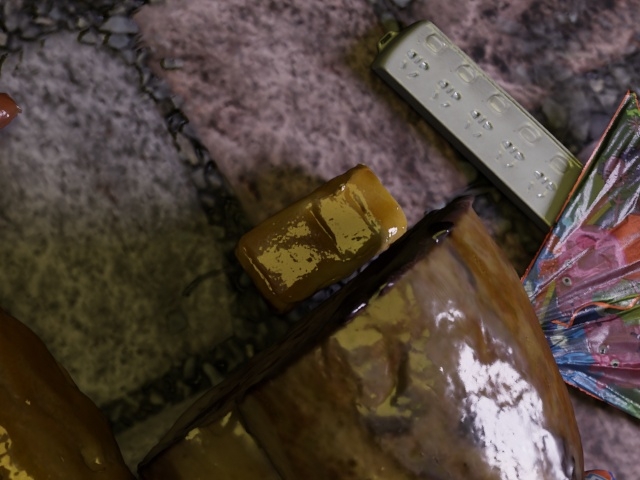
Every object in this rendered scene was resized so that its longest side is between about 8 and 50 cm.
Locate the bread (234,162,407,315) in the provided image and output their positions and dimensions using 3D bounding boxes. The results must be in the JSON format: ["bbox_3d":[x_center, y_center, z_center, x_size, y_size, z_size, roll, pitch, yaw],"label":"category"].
[{"bbox_3d":[0.000,0.000,1.184,0.132,0.053,0.074,-31,83,-14],"label":"bread"}]

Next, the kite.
[{"bbox_3d":[0.237,0.044,1.221,0.234,0.016,0.321,-14,85,-13],"label":"kite"}]

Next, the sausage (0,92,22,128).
[{"bbox_3d":[-0.286,-0.054,1.156,0.036,0.042,0.158,21,67,35],"label":"sausage"}]

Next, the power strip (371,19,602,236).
[{"bbox_3d":[0.144,-0.083,1.244,0.252,0.027,0.060,43,73,2],"label":"power strip"}]

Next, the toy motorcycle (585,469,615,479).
[{"bbox_3d":[0.216,0.242,1.133,0.076,0.114,0.205,-29,83,-16],"label":"toy motorcycle"}]

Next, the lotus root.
[{"bbox_3d":[0.035,0.145,1.024,0.316,0.316,0.250,-31,85,-16],"label":"lotus root"}]

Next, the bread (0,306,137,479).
[{"bbox_3d":[-0.274,0.229,1.017,0.337,0.148,0.328,-30,78,-14],"label":"bread"}]
